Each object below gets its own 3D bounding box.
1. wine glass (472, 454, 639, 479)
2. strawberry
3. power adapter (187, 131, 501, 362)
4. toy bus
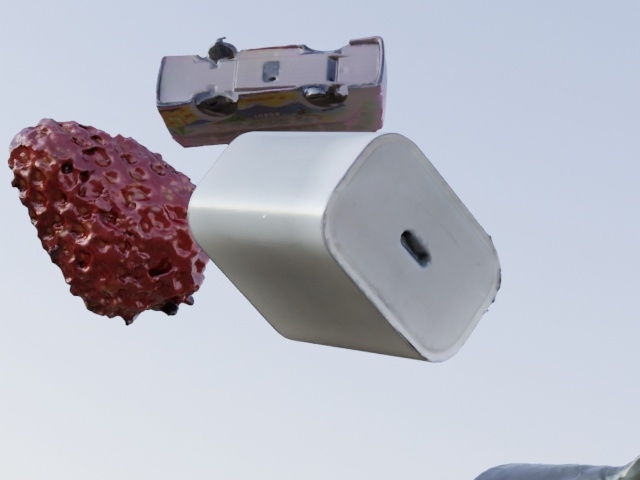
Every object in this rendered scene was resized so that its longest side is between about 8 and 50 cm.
[{"bbox_3d":[0.367,0.265,2.005,0.267,0.267,0.406,22,-48,-16],"label":"wine glass"},{"bbox_3d":[-0.190,-0.036,1.707,0.111,0.190,0.236,-20,-55,42],"label":"strawberry"},{"bbox_3d":[0.000,0.000,1.454,0.255,0.124,0.187,5,-38,53],"label":"power adapter"},{"bbox_3d":[-0.052,-0.177,2.080,0.274,0.090,0.112,-3,-35,11],"label":"toy bus"}]
